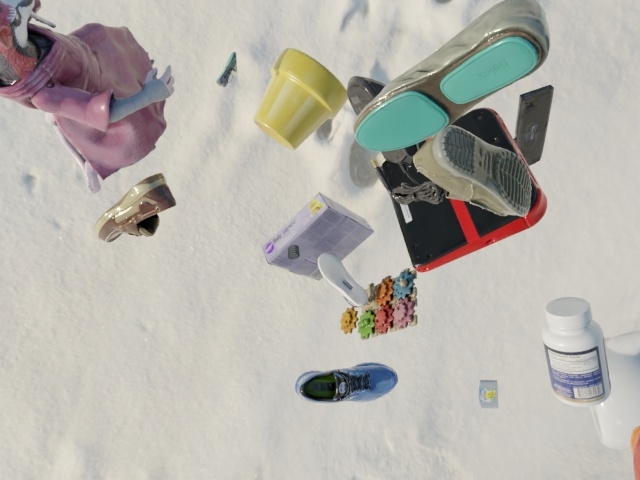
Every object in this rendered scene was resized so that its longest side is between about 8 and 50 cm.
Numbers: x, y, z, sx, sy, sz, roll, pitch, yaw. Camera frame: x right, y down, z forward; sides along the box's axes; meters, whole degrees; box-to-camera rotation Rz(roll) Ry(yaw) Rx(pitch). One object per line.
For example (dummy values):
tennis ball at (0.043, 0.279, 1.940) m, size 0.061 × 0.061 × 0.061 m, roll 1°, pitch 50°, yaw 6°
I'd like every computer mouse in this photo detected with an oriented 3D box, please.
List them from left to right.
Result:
computer mouse at (0.129, -0.181, 0.933) m, size 0.060 × 0.184 × 0.262 m, roll -37°, pitch 98°, yaw -13°

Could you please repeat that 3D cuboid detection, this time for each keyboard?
keyboard at (0.653, -0.346, 1.677) m, size 0.201 × 0.317 × 0.033 m, roll -23°, pitch 49°, yaw -6°

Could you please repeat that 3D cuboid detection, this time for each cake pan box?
cake pan box at (0.000, 0.000, 1.507) m, size 0.245 × 0.267 × 0.070 m, roll -42°, pitch 54°, yaw 20°

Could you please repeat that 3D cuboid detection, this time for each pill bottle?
pill bottle at (0.432, 0.186, 0.870) m, size 0.094 × 0.094 × 0.169 m, roll -17°, pitch 106°, yaw 0°

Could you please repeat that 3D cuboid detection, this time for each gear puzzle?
gear puzzle at (0.152, 0.194, 1.489) m, size 0.044 × 0.339 × 0.176 m, roll 20°, pitch 60°, yaw -28°

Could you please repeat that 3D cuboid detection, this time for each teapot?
teapot at (0.684, 0.328, 1.106) m, size 0.187 × 0.256 × 0.253 m, roll -11°, pitch 60°, yaw 20°

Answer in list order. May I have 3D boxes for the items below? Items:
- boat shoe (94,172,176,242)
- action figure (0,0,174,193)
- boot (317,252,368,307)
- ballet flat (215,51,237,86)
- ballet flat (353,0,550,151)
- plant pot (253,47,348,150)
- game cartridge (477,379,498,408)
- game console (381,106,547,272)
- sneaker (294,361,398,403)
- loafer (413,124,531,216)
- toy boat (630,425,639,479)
boat shoe at (-0.512, -0.058, 1.428) m, size 0.342 × 0.123 × 0.123 m, roll -31°, pitch 97°, yaw 34°
action figure at (-0.357, -0.229, 0.690) m, size 0.275 × 0.370 × 0.248 m, roll -34°, pitch 89°, yaw 9°
boot at (0.058, 0.122, 1.489) m, size 0.069 × 0.086 × 0.190 m, roll -39°, pitch 84°, yaw -16°
ballet flat at (-0.265, -0.494, 1.491) m, size 0.041 × 0.041 × 0.114 m, roll 22°, pitch 76°, yaw 9°
ballet flat at (0.119, -0.152, 0.493) m, size 0.072 × 0.213 × 0.068 m, roll 34°, pitch 56°, yaw -27°
plant pot at (-0.078, -0.426, 1.610) m, size 0.254 × 0.254 × 0.239 m, roll 34°, pitch 89°, yaw 11°
game cartridge at (0.481, 0.443, 1.471) m, size 0.056 × 0.017 × 0.083 m, roll -4°, pitch 95°, yaw 16°
game console at (0.345, -0.139, 1.297) m, size 0.342 × 0.060 × 0.387 m, roll -29°, pitch 49°, yaw 22°
sneaker at (0.084, 0.460, 1.604) m, size 0.329 × 0.147 × 0.130 m, roll -7°, pitch 83°, yaw -4°
loafer at (0.246, -0.105, 0.813) m, size 0.251 × 0.087 × 0.094 m, roll 24°, pitch 71°, yaw -33°
toy boat at (0.296, 0.146, 0.377) m, size 0.151 × 0.151 × 0.231 m, roll 38°, pitch 59°, yaw 8°
